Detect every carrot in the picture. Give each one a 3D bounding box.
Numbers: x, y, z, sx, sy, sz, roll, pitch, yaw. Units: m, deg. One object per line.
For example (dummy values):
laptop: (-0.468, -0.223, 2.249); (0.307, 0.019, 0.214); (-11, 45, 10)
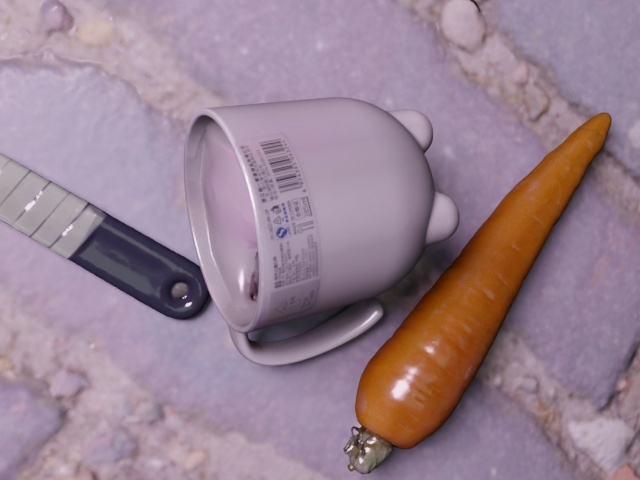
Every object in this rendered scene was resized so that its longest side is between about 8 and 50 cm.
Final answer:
carrot: (0.119, 0.028, 0.531); (0.069, 0.069, 0.336); (39, 78, -15)

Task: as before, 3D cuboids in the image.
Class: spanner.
spanner: (-0.209, -0.033, 0.448); (0.316, 0.024, 0.087); (33, 85, -17)

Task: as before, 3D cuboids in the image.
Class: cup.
cup: (0.005, -0.003, 0.455); (0.142, 0.134, 0.173); (-11, 95, -25)
